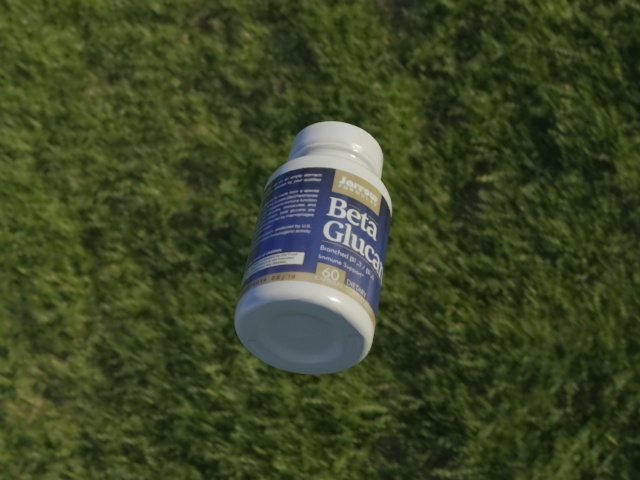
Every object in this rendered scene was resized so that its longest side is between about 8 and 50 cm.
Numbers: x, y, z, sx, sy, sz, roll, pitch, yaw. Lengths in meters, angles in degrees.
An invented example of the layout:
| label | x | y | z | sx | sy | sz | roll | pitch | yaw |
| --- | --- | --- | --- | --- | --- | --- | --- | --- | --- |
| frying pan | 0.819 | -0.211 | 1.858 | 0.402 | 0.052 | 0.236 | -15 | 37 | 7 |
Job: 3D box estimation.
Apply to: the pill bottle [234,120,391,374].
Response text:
| label | x | y | z | sx | sy | sz | roll | pitch | yaw |
| --- | --- | --- | --- | --- | --- | --- | --- | --- | --- |
| pill bottle | 0.000 | 0.000 | 0.892 | 0.094 | 0.094 | 0.169 | -17 | 44 | 30 |
